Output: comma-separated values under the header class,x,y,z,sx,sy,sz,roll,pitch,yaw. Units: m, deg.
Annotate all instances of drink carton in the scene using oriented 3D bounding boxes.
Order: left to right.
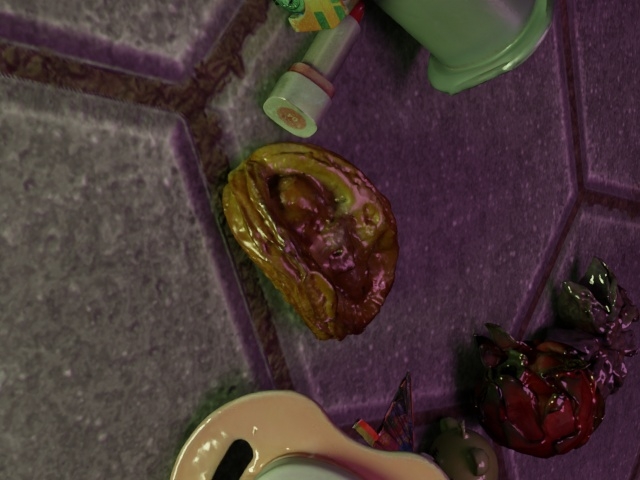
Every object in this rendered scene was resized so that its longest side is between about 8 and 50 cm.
class,x,y,z,sx,sy,sz,roll,pitch,yaw
drink carton,0.154,-0.305,0.879,0.190,0.185,0.191,33,60,-38

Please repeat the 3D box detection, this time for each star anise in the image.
class,x,y,z,sx,sy,sz,roll,pitch,yaw
star anise,0.516,0.197,1.423,0.332,0.118,0.331,-6,99,-41

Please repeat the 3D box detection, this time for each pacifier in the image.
class,x,y,z,sx,sy,sz,roll,pitch,yaw
pacifier,-0.003,0.304,0.815,0.220,0.332,0.273,-67,174,34

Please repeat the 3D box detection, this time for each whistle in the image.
class,x,y,z,sx,sy,sz,roll,pitch,yaw
whistle,0.215,0.405,1.155,0.106,0.131,0.288,-5,107,-15

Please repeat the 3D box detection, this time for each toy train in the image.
class,x,y,z,sx,sy,sz,roll,pitch,yaw
toy train,-0.020,-0.304,0.766,0.072,0.099,0.188,-52,132,-24

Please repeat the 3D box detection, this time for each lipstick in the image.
class,x,y,z,sx,sy,sz,roll,pitch,yaw
lipstick,0.006,-0.207,0.850,0.063,0.057,0.186,35,65,-15

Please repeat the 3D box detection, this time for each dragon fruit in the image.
class,x,y,z,sx,sy,sz,roll,pitch,yaw
dragon fruit,0.335,0.244,1.193,0.274,0.192,0.193,30,85,-33

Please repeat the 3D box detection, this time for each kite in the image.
class,x,y,z,sx,sy,sz,roll,pitch,yaw
kite,0.092,0.310,1.079,0.241,0.014,0.183,-56,132,-20

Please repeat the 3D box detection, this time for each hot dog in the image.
class,x,y,z,sx,sy,sz,roll,pitch,yaw
hot dog,0.003,0.002,0.846,0.175,0.114,0.259,-58,134,-22
